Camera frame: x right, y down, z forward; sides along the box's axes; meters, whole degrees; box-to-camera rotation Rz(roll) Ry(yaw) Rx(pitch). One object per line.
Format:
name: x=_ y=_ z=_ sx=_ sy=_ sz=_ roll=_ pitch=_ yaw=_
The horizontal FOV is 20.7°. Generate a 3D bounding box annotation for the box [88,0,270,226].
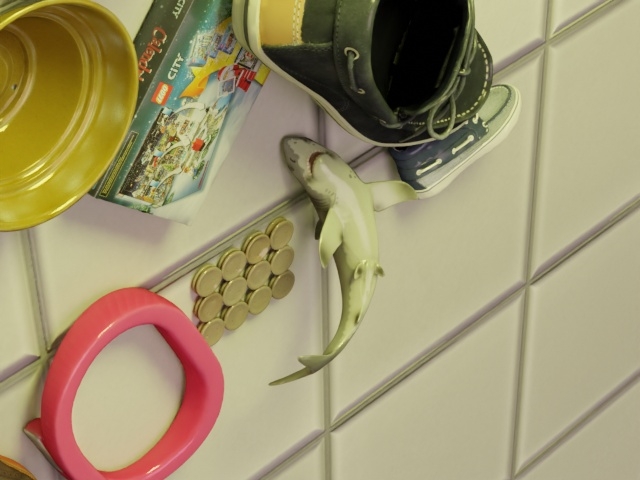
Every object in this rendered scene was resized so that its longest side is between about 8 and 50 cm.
box: x=-0.134 y=-0.137 z=1.715 sx=0.159 sy=0.044 sz=0.233 roll=18 pitch=101 yaw=-56

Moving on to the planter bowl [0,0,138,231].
planter bowl: x=-0.267 y=-0.123 z=1.515 sx=0.217 sy=0.090 sz=0.217 roll=-31 pitch=138 yaw=-33

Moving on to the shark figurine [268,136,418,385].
shark figurine: x=0.014 y=0.023 z=1.969 sx=0.166 sy=0.116 sz=0.278 roll=-2 pitch=94 yaw=-34

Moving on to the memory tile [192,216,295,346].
memory tile: x=-0.085 y=0.046 z=1.955 sx=0.148 sy=0.012 sz=0.113 roll=-33 pitch=139 yaw=-32

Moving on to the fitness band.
fitness band: x=-0.202 y=0.171 z=1.868 sx=0.209 sy=0.054 sz=0.291 roll=-49 pitch=147 yaw=-14

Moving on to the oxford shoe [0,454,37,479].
oxford shoe: x=-0.339 y=0.244 z=1.708 sx=0.097 sy=0.098 sz=0.271 roll=-58 pitch=147 yaw=0

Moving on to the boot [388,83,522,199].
boot: x=0.162 y=-0.137 z=2.076 sx=0.190 sy=0.069 sz=0.086 roll=-46 pitch=139 yaw=-16

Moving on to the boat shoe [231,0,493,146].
boat shoe: x=0.087 y=-0.195 z=1.812 sx=0.500 sy=0.156 sz=0.187 roll=18 pitch=86 yaw=-64
